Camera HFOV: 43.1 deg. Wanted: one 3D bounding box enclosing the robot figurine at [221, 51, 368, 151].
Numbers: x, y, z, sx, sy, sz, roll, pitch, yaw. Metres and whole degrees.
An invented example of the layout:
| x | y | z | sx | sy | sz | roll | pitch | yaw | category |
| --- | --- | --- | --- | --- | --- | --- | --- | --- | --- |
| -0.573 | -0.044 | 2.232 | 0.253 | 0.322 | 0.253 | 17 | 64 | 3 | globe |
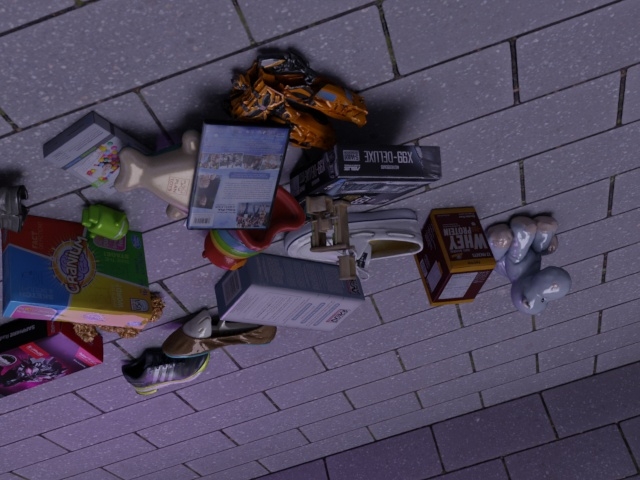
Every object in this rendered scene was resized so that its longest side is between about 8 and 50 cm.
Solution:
| x | y | z | sx | sy | sz | roll | pitch | yaw | category |
| --- | --- | --- | --- | --- | --- | --- | --- | --- | --- |
| -0.054 | -0.274 | 1.657 | 0.291 | 0.085 | 0.211 | 13 | 138 | -37 | robot figurine |

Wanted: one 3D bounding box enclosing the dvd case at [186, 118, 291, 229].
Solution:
| x | y | z | sx | sy | sz | roll | pitch | yaw | category |
| --- | --- | --- | --- | --- | --- | --- | --- | --- | --- |
| -0.169 | -0.128 | 1.658 | 0.180 | 0.022 | 0.253 | 0 | 125 | -24 | dvd case |

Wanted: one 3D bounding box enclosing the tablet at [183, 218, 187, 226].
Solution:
| x | y | z | sx | sy | sz | roll | pitch | yaw | category |
| --- | --- | --- | --- | --- | --- | --- | --- | --- | --- |
| -0.293 | -0.057 | 1.963 | 0.054 | 0.006 | 0.083 | 8 | 141 | -31 | tablet |

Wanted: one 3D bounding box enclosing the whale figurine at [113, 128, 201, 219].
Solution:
| x | y | z | sx | sy | sz | roll | pitch | yaw | category |
| --- | --- | --- | --- | --- | --- | --- | --- | --- | --- |
| -0.294 | -0.148 | 1.705 | 0.272 | 0.141 | 0.216 | 4 | 124 | -20 | whale figurine |

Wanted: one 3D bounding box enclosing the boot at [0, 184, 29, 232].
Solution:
| x | y | z | sx | sy | sz | roll | pitch | yaw | category |
| --- | --- | --- | --- | --- | --- | --- | --- | --- | --- |
| -0.711 | -0.038 | 1.720 | 0.161 | 0.083 | 0.246 | 15 | 137 | -16 | boot |

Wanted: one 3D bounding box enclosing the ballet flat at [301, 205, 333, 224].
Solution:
| x | y | z | sx | sy | sz | roll | pitch | yaw | category |
| --- | --- | --- | --- | --- | --- | --- | --- | --- | --- |
| -0.044 | -0.068 | 1.995 | 0.213 | 0.072 | 0.068 | -14 | 178 | 3 | ballet flat |

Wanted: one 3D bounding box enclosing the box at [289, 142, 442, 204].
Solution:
| x | y | z | sx | sy | sz | roll | pitch | yaw | category |
| --- | --- | --- | --- | --- | --- | --- | --- | --- | --- |
| 0.092 | -0.143 | 1.810 | 0.242 | 0.076 | 0.307 | -1 | 172 | -21 | box |

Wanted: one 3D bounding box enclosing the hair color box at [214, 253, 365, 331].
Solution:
| x | y | z | sx | sy | sz | roll | pitch | yaw | category |
| --- | --- | --- | --- | --- | --- | --- | --- | --- | --- |
| -0.083 | 0.149 | 2.260 | 0.374 | 0.113 | 0.185 | 11 | 139 | -33 | hair color box |

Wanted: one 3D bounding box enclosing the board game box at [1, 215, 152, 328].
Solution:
| x | y | z | sx | sy | sz | roll | pitch | yaw | category |
| --- | --- | --- | --- | --- | --- | --- | --- | --- | --- |
| -0.551 | 0.071 | 1.835 | 0.316 | 0.242 | 0.064 | 9 | 139 | -33 | board game box |

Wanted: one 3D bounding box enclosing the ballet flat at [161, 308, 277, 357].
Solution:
| x | y | z | sx | sy | sz | roll | pitch | yaw | category |
| --- | --- | --- | --- | --- | --- | --- | --- | --- | --- |
| -0.290 | 0.256 | 2.357 | 0.342 | 0.116 | 0.124 | -4 | 125 | -18 | ballet flat |

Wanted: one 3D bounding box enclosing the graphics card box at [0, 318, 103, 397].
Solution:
| x | y | z | sx | sy | sz | roll | pitch | yaw | category |
| --- | --- | --- | --- | --- | --- | --- | --- | --- | --- |
| -0.818 | 0.316 | 2.235 | 0.371 | 0.094 | 0.233 | -18 | 148 | 7 | graphics card box |

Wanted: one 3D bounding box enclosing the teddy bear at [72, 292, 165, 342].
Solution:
| x | y | z | sx | sy | sz | roll | pitch | yaw | category |
| --- | --- | --- | --- | --- | --- | --- | --- | --- | --- |
| -0.558 | 0.179 | 2.117 | 0.245 | 0.113 | 0.338 | -22 | 147 | 7 | teddy bear |

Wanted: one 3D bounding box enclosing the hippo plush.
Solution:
| x | y | z | sx | sy | sz | roll | pitch | yaw | category |
| --- | --- | --- | --- | --- | --- | --- | --- | --- | --- |
| 0.577 | 0.086 | 2.315 | 0.294 | 0.236 | 0.234 | -31 | 144 | 23 | hippo plush |

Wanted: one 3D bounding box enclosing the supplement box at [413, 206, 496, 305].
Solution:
| x | y | z | sx | sy | sz | roll | pitch | yaw | category |
| --- | --- | --- | --- | --- | --- | --- | --- | --- | --- |
| 0.359 | 0.044 | 2.206 | 0.129 | 0.191 | 0.194 | -4 | 146 | -16 | supplement box |

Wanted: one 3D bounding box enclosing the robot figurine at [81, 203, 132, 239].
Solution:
| x | y | z | sx | sy | sz | roll | pitch | yaw | category |
| --- | --- | --- | --- | --- | --- | --- | --- | --- | --- |
| -0.488 | -0.041 | 1.851 | 0.101 | 0.067 | 0.115 | -23 | 148 | 31 | robot figurine |

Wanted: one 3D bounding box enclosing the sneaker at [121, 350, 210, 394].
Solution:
| x | y | z | sx | sy | sz | roll | pitch | yaw | category |
| --- | --- | --- | --- | --- | --- | --- | --- | --- | --- |
| -0.470 | 0.379 | 2.461 | 0.300 | 0.111 | 0.121 | -27 | 142 | 14 | sneaker |

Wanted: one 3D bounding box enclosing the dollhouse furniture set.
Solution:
| x | y | z | sx | sy | sz | roll | pitch | yaw | category |
| --- | --- | --- | --- | --- | --- | --- | --- | --- | --- |
| 0.000 | 0.000 | 1.846 | 0.101 | 0.182 | 0.161 | -7 | 173 | 24 | dollhouse furniture set |

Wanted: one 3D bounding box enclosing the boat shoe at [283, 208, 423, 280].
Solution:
| x | y | z | sx | sy | sz | roll | pitch | yaw | category |
| --- | --- | --- | --- | --- | --- | --- | --- | --- | --- |
| 0.094 | 0.026 | 2.105 | 0.367 | 0.156 | 0.136 | -7 | 146 | -13 | boat shoe |

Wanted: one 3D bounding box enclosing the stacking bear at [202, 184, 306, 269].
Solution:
| x | y | z | sx | sy | sz | roll | pitch | yaw | category |
| --- | --- | --- | --- | --- | --- | --- | --- | --- | --- |
| -0.189 | -0.020 | 1.917 | 0.175 | 0.164 | 0.289 | -32 | 175 | -35 | stacking bear |

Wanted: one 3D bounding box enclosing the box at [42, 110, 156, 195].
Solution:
| x | y | z | sx | sy | sz | roll | pitch | yaw | category |
| --- | --- | --- | --- | --- | --- | --- | --- | --- | --- |
| -0.456 | -0.177 | 1.688 | 0.145 | 0.038 | 0.186 | -28 | 146 | 20 | box |
